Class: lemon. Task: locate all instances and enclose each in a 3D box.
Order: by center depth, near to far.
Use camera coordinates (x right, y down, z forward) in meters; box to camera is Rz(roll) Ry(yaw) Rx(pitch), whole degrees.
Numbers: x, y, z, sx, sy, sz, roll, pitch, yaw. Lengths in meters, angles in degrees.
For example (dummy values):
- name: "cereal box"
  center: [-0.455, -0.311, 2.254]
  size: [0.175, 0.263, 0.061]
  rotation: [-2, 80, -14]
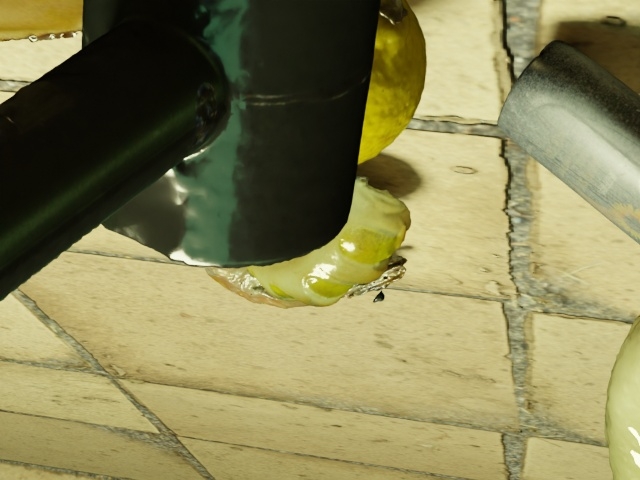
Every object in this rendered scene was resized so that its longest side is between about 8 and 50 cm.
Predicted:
- name: "lemon"
  center: [-0.002, -0.087, 0.681]
  size: [0.109, 0.109, 0.133]
  rotation: [23, 151, -32]

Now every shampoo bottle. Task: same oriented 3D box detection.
- name: "shampoo bottle"
  center: [0.196, -0.011, 0.713]
  size: [0.233, 0.049, 0.087]
  rotation: [40, 163, 10]

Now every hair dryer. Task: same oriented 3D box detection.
- name: "hair dryer"
  center: [-0.067, -0.076, 0.434]
  size: [0.116, 0.302, 0.244]
  rotation: [17, 124, 16]

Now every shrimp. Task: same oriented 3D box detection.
- name: "shrimp"
  center: [-0.015, 0.024, 1.102]
  size: [0.190, 0.042, 0.101]
  rotation: [-1, 150, 32]

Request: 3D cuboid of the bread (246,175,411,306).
- name: "bread"
  center: [0.000, 0.000, 0.955]
  size: [0.083, 0.094, 0.157]
  rotation: [29, 146, -33]

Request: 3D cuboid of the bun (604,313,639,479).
- name: "bun"
  center: [0.363, 0.127, 0.854]
  size: [0.349, 0.227, 0.352]
  rotation: [38, 139, 18]

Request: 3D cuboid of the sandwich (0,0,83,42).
- name: "sandwich"
  center: [-0.205, -0.166, 0.568]
  size: [0.220, 0.108, 0.186]
  rotation: [0, 159, 30]
